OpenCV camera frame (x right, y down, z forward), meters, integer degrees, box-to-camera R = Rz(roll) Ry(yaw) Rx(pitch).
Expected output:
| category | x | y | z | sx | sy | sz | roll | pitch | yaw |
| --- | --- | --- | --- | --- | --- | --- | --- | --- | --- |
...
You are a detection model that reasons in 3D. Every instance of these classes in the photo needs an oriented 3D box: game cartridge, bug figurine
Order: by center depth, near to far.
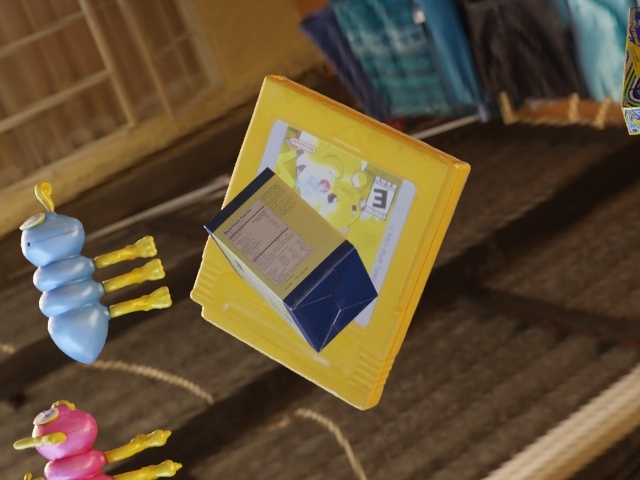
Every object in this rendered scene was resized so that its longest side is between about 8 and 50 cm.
| category | x | y | z | sx | sy | sz | roll | pitch | yaw |
| --- | --- | --- | --- | --- | --- | --- | --- | --- | --- |
| bug figurine | -0.200 | 0.100 | 0.865 | 0.279 | 0.216 | 0.072 | -23 | 176 | 34 |
| game cartridge | 0.000 | 0.000 | 1.719 | 0.285 | 0.324 | 0.052 | 27 | -164 | 25 |

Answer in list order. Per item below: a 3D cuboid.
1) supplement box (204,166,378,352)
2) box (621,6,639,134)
| category | x | y | z | sx | sy | sz | roll | pitch | yaw |
| --- | --- | --- | --- | --- | --- | --- | --- | --- | --- |
| supplement box | -0.017 | 0.013 | 0.898 | 0.056 | 0.083 | 0.083 | -43 | -115 | -8 |
| box | 0.424 | -0.222 | 1.831 | 0.054 | 0.059 | 0.169 | -3 | -123 | 22 |
